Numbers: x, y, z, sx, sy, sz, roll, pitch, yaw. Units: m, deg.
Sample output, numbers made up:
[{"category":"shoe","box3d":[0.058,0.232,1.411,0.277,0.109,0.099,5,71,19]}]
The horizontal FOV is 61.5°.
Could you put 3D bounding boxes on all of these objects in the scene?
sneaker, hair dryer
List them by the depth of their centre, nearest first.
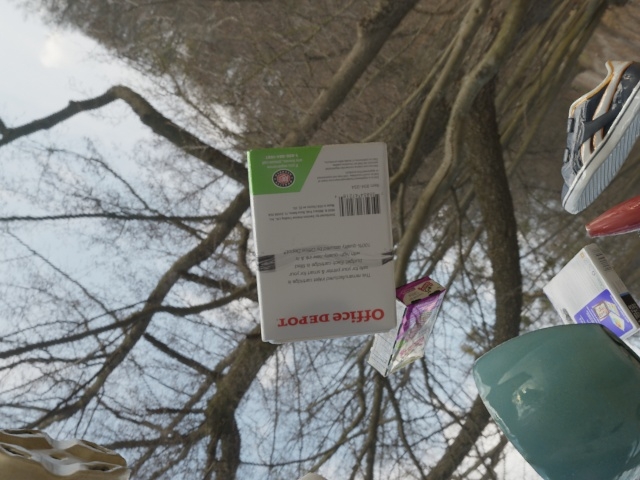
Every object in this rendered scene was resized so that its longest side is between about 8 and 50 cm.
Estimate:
[{"category":"sneaker","box3d":[0.581,-0.217,1.130,0.126,0.321,0.127,-4,-144,-42]},{"category":"hair dryer","box3d":[0.814,-0.030,1.339,0.293,0.223,0.080,3,-133,1]}]

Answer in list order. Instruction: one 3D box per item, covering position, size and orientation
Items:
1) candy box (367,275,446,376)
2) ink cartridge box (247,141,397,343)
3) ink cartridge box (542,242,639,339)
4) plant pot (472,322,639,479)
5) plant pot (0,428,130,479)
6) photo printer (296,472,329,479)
[{"category":"candy box","box3d":[0.220,0.221,1.385,0.159,0.233,0.071,-16,-140,-38]},{"category":"ink cartridge box","box3d":[0.000,0.000,0.802,0.198,0.273,0.115,-4,-175,-7]},{"category":"ink cartridge box","box3d":[0.625,0.146,1.241,0.045,0.208,0.206,-14,-118,-15]},{"category":"plant pot","box3d":[0.420,0.246,0.856,0.290,0.195,0.290,36,-160,-16]},{"category":"plant pot","box3d":[-0.437,0.459,0.787,0.334,0.305,0.334,16,166,4]},{"category":"photo printer","box3d":[0.011,0.594,0.950,0.307,0.107,0.256,44,-138,5]}]
